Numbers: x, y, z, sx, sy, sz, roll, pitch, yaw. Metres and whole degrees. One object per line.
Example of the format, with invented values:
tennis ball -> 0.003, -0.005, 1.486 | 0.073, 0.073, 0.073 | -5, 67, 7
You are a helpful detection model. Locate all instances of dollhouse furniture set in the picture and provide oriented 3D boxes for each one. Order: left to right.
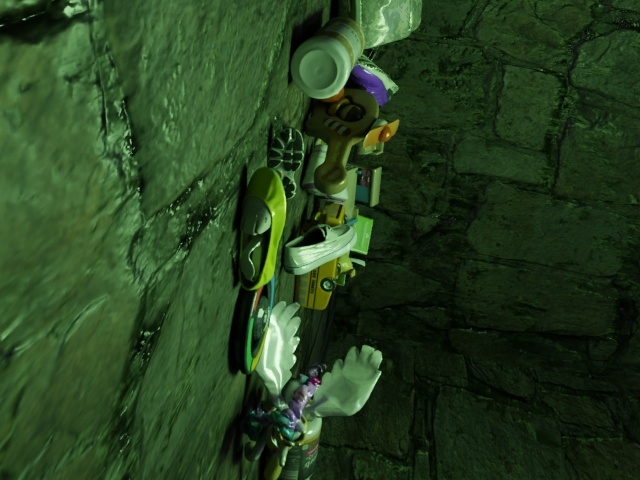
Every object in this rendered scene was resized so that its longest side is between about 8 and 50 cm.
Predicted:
dollhouse furniture set -> 0.049, -0.218, 2.041 | 0.303, 0.198, 0.287 | -29, 129, -51

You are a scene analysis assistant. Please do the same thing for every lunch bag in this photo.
lunch bag -> 0.148, -0.694, 1.649 | 0.256, 0.212, 0.305 | -50, 148, -47

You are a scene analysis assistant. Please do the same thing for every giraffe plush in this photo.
giraffe plush -> 0.019, 0.090, 2.064 | 0.170, 0.210, 0.181 | -49, -162, 35

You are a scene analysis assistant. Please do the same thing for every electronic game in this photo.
electronic game -> -0.127, 0.155, 1.221 | 0.229, 0.048, 0.230 | 10, 90, -84

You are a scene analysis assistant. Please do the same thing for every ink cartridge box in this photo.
ink cartridge box -> 0.073, 0.035, 2.201 | 0.097, 0.188, 0.256 | 14, 84, -43

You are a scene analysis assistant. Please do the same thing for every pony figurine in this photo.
pony figurine -> -0.057, 0.368, 1.396 | 0.363, 0.302, 0.351 | 119, -5, -59

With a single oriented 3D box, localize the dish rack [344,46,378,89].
dish rack -> 0.107, -0.530, 1.861 | 0.208, 0.074, 0.272 | -56, -175, 32

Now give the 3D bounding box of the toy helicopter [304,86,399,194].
toy helicopter -> 0.069, -0.252, 1.513 | 0.140, 0.234, 0.355 | 92, 10, -54

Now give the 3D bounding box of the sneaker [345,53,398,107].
sneaker -> 0.118, -0.418, 1.681 | 0.146, 0.102, 0.293 | -49, 159, 14

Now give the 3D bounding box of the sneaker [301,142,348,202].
sneaker -> 0.028, -0.193, 1.753 | 0.305, 0.114, 0.152 | 27, 72, -80

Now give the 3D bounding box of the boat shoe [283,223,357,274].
boat shoe -> 0.000, 0.000, 1.619 | 0.267, 0.096, 0.088 | -26, 124, -37

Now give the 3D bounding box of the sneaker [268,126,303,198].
sneaker -> -0.076, -0.162, 1.212 | 0.170, 0.068, 0.071 | 106, -15, -46

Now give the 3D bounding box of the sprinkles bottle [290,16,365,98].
sprinkles bottle -> 0.026, -0.422, 1.368 | 0.355, 0.121, 0.121 | -69, 168, -61

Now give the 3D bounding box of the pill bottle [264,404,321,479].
pill bottle -> -0.088, 0.630, 1.828 | 0.162, 0.162, 0.279 | -70, 168, -60

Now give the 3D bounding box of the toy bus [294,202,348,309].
toy bus -> 0.000, 0.048, 1.847 | 0.108, 0.130, 0.333 | -69, 167, -58

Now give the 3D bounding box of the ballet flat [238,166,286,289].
ballet flat -> -0.108, -0.011, 1.044 | 0.077, 0.077, 0.231 | -43, 148, -52

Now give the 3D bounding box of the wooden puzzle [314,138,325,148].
wooden puzzle -> 0.020, -0.295, 1.901 | 0.239, 0.044, 0.221 | 93, 8, -49
